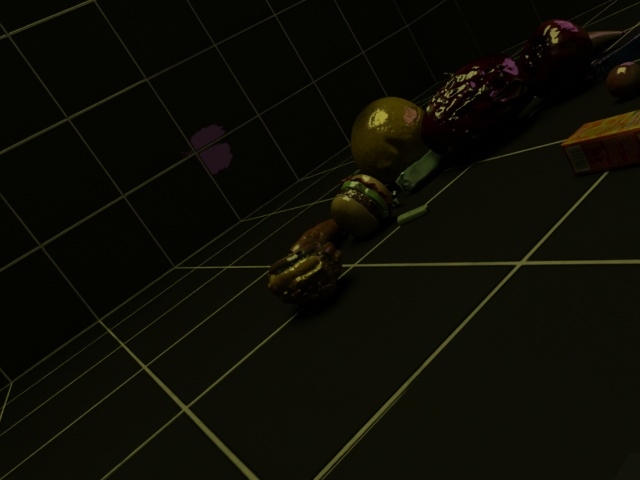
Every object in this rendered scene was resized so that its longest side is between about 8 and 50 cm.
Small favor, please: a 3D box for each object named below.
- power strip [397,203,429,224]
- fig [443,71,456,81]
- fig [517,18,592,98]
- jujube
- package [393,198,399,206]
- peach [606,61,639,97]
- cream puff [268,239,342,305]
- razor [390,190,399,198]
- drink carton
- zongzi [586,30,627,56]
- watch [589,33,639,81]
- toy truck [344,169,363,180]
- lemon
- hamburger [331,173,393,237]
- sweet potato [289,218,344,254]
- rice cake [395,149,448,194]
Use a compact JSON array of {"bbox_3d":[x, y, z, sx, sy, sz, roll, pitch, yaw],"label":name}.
[{"bbox_3d":[0.238,-0.066,1.308,0.090,0.016,0.040,-24,15,28],"label":"power strip"},{"bbox_3d":[0.528,-0.506,1.769,0.203,0.235,0.203,-32,9,5],"label":"fig"},{"bbox_3d":[0.711,-0.542,1.540,0.224,0.224,0.263,-25,-3,28],"label":"fig"},{"bbox_3d":[0.469,-0.396,1.517,0.376,0.258,0.258,-52,19,-15],"label":"jujube"},{"bbox_3d":[0.222,-0.121,1.546,0.037,0.015,0.110,-23,17,15],"label":"package"},{"bbox_3d":[0.722,-0.378,1.202,0.083,0.083,0.083,-30,13,8],"label":"peach"},{"bbox_3d":[-0.027,0.080,1.142,0.189,0.129,0.189,-30,4,2],"label":"cream puff"},{"bbox_3d":[0.193,-0.125,1.548,0.066,0.033,0.190,-71,15,-12],"label":"razor"},{"bbox_3d":[0.555,-0.181,0.889,0.096,0.071,0.223,-37,14,-24],"label":"drink carton"},{"bbox_3d":[0.881,-0.638,1.755,0.228,0.115,0.256,-40,26,-18],"label":"zongzi"},{"bbox_3d":[0.910,-0.529,1.346,0.274,0.068,0.276,-31,14,3],"label":"watch"},{"bbox_3d":[0.185,-0.241,1.922,0.191,0.085,0.116,-29,5,24],"label":"toy truck"},{"bbox_3d":[0.239,-0.333,1.703,0.297,0.297,0.297,-30,13,8],"label":"lemon"},{"bbox_3d":[0.107,-0.086,1.390,0.137,0.175,0.175,-54,22,-25],"label":"hamburger"},{"bbox_3d":[0.000,0.000,1.456,0.097,0.097,0.252,-20,14,41],"label":"sweet potato"},{"bbox_3d":[0.361,-0.258,1.597,0.336,0.066,0.063,-39,-5,-29],"label":"rice cake"}]
